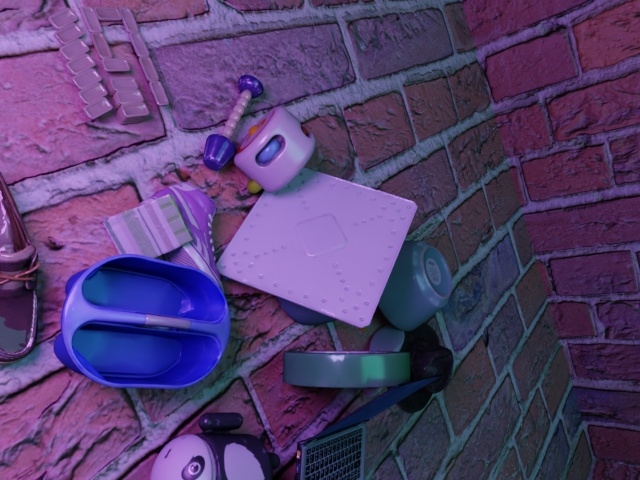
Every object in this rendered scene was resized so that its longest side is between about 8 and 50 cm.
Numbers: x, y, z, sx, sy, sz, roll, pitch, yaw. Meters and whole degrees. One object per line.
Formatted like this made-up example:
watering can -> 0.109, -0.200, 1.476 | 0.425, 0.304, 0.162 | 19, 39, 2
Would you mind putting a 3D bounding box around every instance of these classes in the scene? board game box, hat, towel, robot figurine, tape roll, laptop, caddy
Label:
board game box -> 0.000, 0.000, 1.252 | 0.050, 0.389, 0.390 | 89, 24, -53
hat -> 0.367, 0.421, 1.699 | 0.331, 0.133, 0.332 | 11, 75, -44
towel -> -0.353, -0.020, 1.033 | 0.023, 0.151, 0.113 | -110, 177, -74
robot figurine -> -0.213, 0.494, 1.045 | 0.278, 0.174, 0.209 | 22, 24, -42
tape roll -> 0.065, 0.319, 1.261 | 0.321, 0.321, 0.077 | 12, 73, -45
laptop -> 0.131, 0.533, 1.213 | 0.382, 0.236, 0.408 | 21, 70, -60
caddy -> -0.337, 0.161, 0.975 | 0.341, 0.179, 0.242 | 17, 70, -43

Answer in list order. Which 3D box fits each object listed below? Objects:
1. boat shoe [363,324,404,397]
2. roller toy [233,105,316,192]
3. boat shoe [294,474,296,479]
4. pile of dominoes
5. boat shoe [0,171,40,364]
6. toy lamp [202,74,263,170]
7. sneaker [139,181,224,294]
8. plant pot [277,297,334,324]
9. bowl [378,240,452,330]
boat shoe -> 0.194, 0.374, 1.560 | 0.267, 0.096, 0.088 | -57, 154, -51
roller toy -> -0.119, -0.234, 1.256 | 0.146, 0.191, 0.209 | 41, 56, -22
boat shoe -> -0.040, 0.632, 1.263 | 0.302, 0.091, 0.114 | -41, 128, -47
pile of dominoes -> -0.454, -0.374, 1.069 | 0.196, 0.040, 0.251 | -23, 92, -45
boat shoe -> -0.535, 0.037, 0.828 | 0.123, 0.123, 0.342 | -7, 88, -47
toy lamp -> -0.219, -0.295, 1.252 | 0.080, 0.080, 0.275 | 39, 58, -35
sneaker -> -0.267, -0.001, 1.136 | 0.161, 0.102, 0.282 | -42, 113, -45
plant pot -> 0.040, 0.087, 1.361 | 0.290, 0.195, 0.291 | 8, 79, -48
bowl -> 0.315, 0.125, 1.632 | 0.311, 0.163, 0.312 | 27, 52, -41
